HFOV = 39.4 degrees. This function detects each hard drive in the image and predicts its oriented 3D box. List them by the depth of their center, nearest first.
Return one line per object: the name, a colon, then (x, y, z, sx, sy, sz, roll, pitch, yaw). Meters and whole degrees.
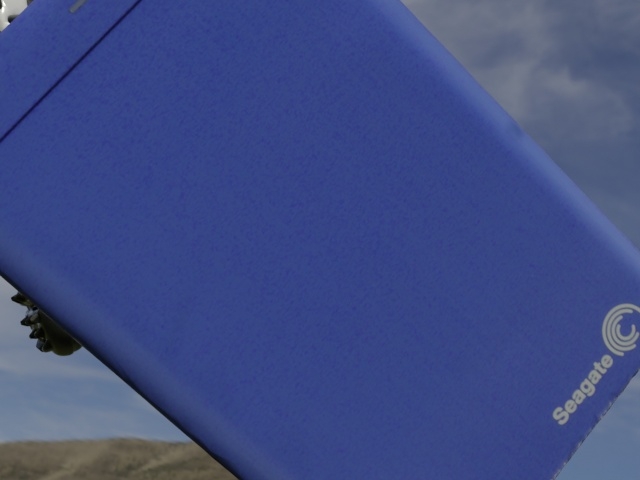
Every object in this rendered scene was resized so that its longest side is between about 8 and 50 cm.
hard drive: (0.000, 0.000, 0.414, 0.319, 0.210, 0.040, 43, -10, -11)

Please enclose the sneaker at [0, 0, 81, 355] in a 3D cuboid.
sneaker: (-0.149, -0.048, 0.561, 0.106, 0.234, 0.078, -6, -4, -27)
